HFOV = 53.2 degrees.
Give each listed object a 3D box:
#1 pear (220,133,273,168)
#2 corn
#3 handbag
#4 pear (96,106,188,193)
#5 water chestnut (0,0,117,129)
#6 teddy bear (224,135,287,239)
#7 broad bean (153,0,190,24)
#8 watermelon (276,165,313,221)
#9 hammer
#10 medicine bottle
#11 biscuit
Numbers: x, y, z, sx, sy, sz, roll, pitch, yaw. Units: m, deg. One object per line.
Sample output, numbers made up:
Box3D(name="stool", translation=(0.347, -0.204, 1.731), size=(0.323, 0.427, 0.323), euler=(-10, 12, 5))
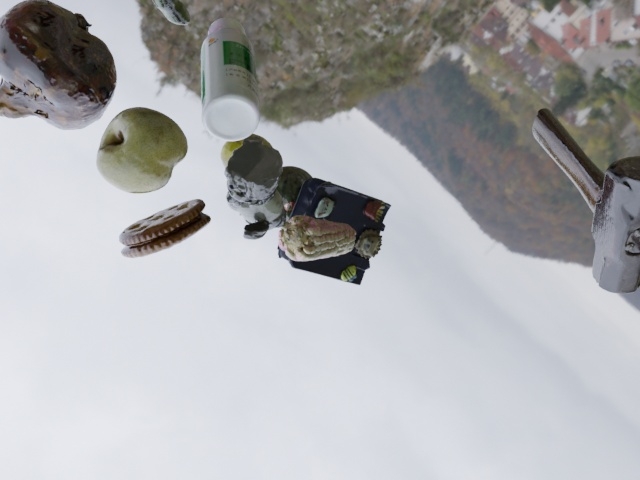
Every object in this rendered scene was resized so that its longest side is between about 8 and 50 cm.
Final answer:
Box3D(name="pear", translation=(-0.249, -0.284, 2.247), size=(0.200, 0.200, 0.200), euler=(37, -162, -14))
Box3D(name="corn", translation=(-0.002, -0.002, 1.796), size=(0.126, 0.126, 0.335), euler=(48, -162, 20))
Box3D(name="handbag", translation=(0.058, -0.025, 2.115), size=(0.329, 0.303, 0.122), euler=(17, -170, -26))
Box3D(name="pear", translation=(-0.339, -0.167, 1.209), size=(0.167, 0.167, 0.136), euler=(53, -170, 35))
Box3D(name="water chestnut", translation=(-0.705, -0.420, 1.622), size=(0.335, 0.347, 0.335), euler=(40, 157, 20))
Box3D(name="teddy bear", translation=(-0.164, -0.098, 1.523), size=(0.144, 0.250, 0.171), euler=(9, -141, 10))
Box3D(name="broad bean", translation=(-0.301, -0.491, 1.260), size=(0.039, 0.069, 0.227), euler=(51, 166, 13))
Box3D(name="watermelon", translation=(-0.106, -0.150, 2.210), size=(0.212, 0.212, 0.212), euler=(37, -162, -14))
Box3D(name="hammer", translation=(0.489, -0.117, 1.191), size=(0.408, 0.095, 0.242), euler=(-106, 7, -49))
Box3D(name="medicine bottle", translation=(-0.152, -0.277, 1.060), size=(0.095, 0.095, 0.260), euler=(28, -145, -36))
Box3D(name="biscuit", translation=(-0.357, -0.028, 1.461), size=(0.220, 0.221, 0.066), euler=(-70, -39, -72))
